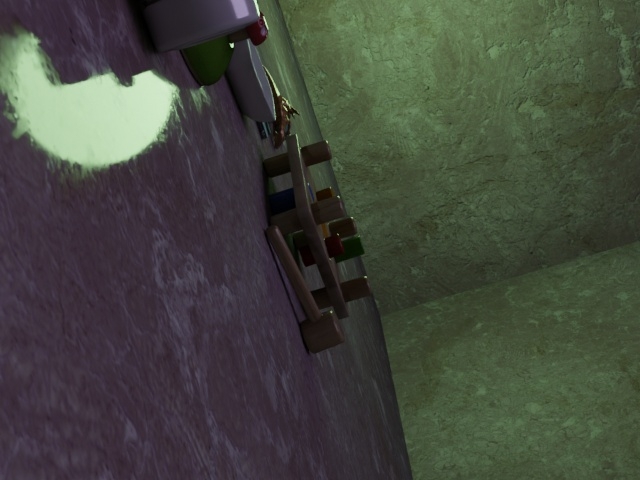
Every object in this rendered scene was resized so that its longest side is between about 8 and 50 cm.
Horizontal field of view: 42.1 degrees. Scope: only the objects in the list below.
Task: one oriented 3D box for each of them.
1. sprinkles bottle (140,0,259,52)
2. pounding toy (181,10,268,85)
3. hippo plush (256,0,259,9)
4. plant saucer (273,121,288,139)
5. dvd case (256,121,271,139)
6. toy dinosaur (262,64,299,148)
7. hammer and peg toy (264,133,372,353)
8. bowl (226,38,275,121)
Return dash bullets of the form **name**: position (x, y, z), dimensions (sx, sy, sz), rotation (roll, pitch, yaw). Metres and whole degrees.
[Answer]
- **sprinkles bottle**: position (-0.173, -0.383, 0.863), dimensions (0.121, 0.121, 0.356), rotation (-86, 158, -76)
- **pounding toy**: position (-0.135, -0.321, 1.129), dimensions (0.237, 0.110, 0.183), rotation (-96, 168, -62)
- **hippo plush**: position (-0.071, -0.494, 1.510), dimensions (0.294, 0.236, 0.234), rotation (74, 9, -67)
- **plant saucer**: position (-0.096, -0.282, 1.915), dimensions (0.119, 0.021, 0.119), rotation (-16, 90, -85)
- **dvd case**: position (-0.122, -0.258, 1.608), dimensions (0.087, 0.013, 0.120), rotation (-84, 156, -77)
- **toy dinosaur**: position (-0.090, -0.294, 1.789), dimensions (0.112, 0.064, 0.212), rotation (55, 19, -70)
- **hammer and peg toy**: position (0.000, 0.000, 1.442), dimensions (0.361, 0.127, 0.266), rotation (-100, 171, -53)
- **bowl**: position (-0.125, -0.281, 1.430), dimensions (0.142, 0.053, 0.142), rotation (-99, 171, -50)
